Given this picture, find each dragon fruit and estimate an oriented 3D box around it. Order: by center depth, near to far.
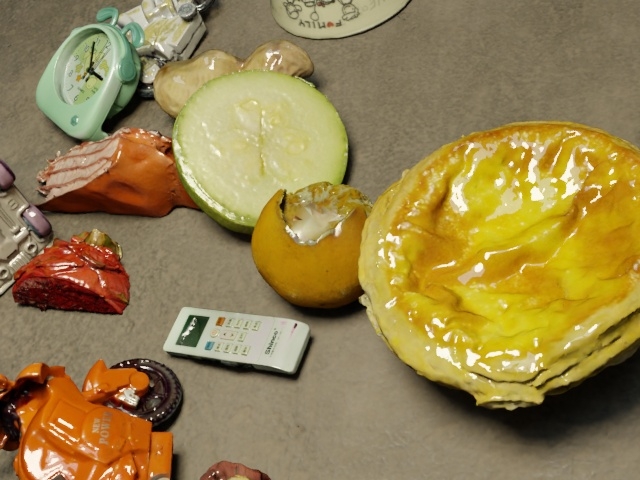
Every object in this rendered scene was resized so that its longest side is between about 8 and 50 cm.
[{"bbox_3d":[-0.310,0.026,1.120,0.162,0.083,0.106,2,51,23],"label":"dragon fruit"}]

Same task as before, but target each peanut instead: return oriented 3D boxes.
[{"bbox_3d":[-0.118,-0.215,1.227,0.228,0.104,0.085,-8,45,11],"label":"peanut"}]

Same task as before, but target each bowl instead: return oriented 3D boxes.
[{"bbox_3d":[0.022,-0.421,1.328,0.238,0.126,0.237,-10,49,12],"label":"bowl"}]

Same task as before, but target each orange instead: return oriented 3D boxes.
[{"bbox_3d":[0.000,0.000,0.998,0.157,0.134,0.156,-3,69,9],"label":"orange"}]

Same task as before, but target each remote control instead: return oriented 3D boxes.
[{"bbox_3d":[-0.094,0.114,1.007,0.166,0.029,0.065,4,56,28],"label":"remote control"}]

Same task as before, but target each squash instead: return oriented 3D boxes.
[{"bbox_3d":[-0.071,-0.112,1.110,0.219,0.041,0.219,3,66,-7],"label":"squash"}]

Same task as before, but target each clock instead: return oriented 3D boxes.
[{"bbox_3d":[-0.322,-0.240,1.298,0.148,0.060,0.188,41,101,35],"label":"clock"}]

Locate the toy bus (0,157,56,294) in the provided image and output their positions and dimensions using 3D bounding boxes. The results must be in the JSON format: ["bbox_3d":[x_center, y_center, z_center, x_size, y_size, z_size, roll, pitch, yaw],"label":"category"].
[{"bbox_3d":[-0.452,-0.041,1.140,0.142,0.202,0.142,-44,50,-17],"label":"toy bus"}]

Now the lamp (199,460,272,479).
[{"bbox_3d":[-0.040,0.285,0.774,0.223,0.151,0.215,-3,48,20],"label":"lamp"}]

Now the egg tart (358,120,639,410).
[{"bbox_3d":[0.204,0.022,0.908,0.341,0.132,0.341,-10,49,11],"label":"egg tart"}]

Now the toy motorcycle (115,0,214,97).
[{"bbox_3d":[-0.254,-0.317,1.374,0.151,0.074,0.228,13,67,21],"label":"toy motorcycle"}]

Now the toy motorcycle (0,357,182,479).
[{"bbox_3d":[-0.255,0.244,0.892,0.221,0.147,0.325,3,44,-7],"label":"toy motorcycle"}]

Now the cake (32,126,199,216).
[{"bbox_3d":[-0.289,-0.092,1.190,0.287,0.135,0.098,-1,67,29],"label":"cake"}]
